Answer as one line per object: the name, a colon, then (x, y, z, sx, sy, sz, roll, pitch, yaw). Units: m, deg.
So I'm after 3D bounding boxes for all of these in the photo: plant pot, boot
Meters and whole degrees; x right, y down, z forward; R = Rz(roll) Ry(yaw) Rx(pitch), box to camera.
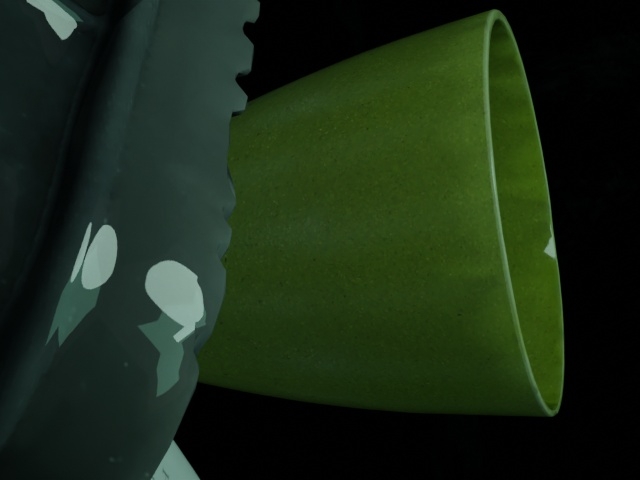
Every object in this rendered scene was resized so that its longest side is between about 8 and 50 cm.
plant pot: (0.000, 0.000, 1.200, 0.275, 0.293, 0.275, -8, 90, -76)
boot: (-0.224, -0.150, 0.390, 0.445, 0.146, 0.367, 29, 27, -21)

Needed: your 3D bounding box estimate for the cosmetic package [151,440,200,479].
cosmetic package: (-0.143, 0.186, 0.667, 0.453, 0.230, 0.161, 66, 20, -49)
